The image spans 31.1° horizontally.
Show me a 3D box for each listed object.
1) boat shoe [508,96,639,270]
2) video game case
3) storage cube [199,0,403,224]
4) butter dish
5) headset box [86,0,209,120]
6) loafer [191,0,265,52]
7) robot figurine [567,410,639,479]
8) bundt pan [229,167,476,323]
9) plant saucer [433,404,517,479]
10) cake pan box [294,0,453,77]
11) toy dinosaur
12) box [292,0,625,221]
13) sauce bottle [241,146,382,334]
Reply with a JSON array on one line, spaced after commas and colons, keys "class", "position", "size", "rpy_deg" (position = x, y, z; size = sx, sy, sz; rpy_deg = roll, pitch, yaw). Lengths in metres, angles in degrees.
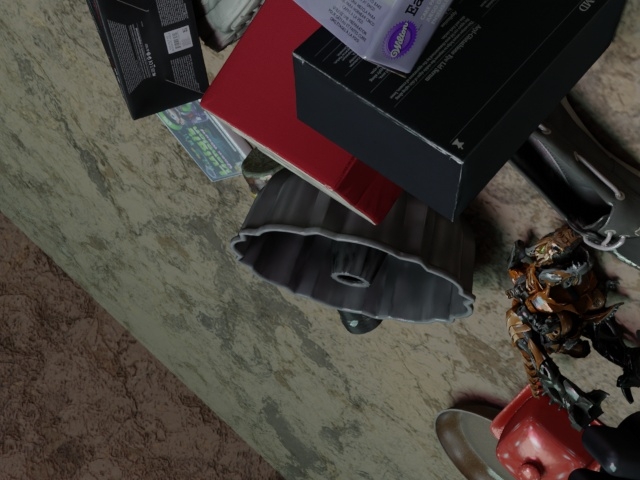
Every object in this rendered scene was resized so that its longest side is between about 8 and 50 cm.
[{"class": "boat shoe", "position": [0.261, -0.064, 1.216], "size": [0.335, 0.095, 0.112], "rpy_deg": [47, 156, -8]}, {"class": "video game case", "position": [-0.191, -0.178, 1.836], "size": [0.190, 0.022, 0.173], "rpy_deg": [51, 156, -17]}, {"class": "storage cube", "position": [0.019, -0.159, 1.252], "size": [0.215, 0.193, 0.183], "rpy_deg": [33, 180, 21]}, {"class": "butter dish", "position": [0.322, 0.310, 1.675], "size": [0.160, 0.118, 0.160], "rpy_deg": [40, 133, 8]}, {"class": "headset box", "position": [-0.243, -0.333, 1.431], "size": [0.218, 0.110, 0.293], "rpy_deg": [83, 165, -54]}, {"class": "loafer", "position": [-0.106, -0.306, 1.357], "size": [0.111, 0.112, 0.319], "rpy_deg": [55, 162, -7]}, {"class": "robot figurine", "position": [0.439, 0.297, 1.353], "size": [0.278, 0.174, 0.209], "rpy_deg": [14, 139, -11]}, {"class": "bundt pan", "position": [0.055, -0.002, 1.510], "size": [0.330, 0.124, 0.331], "rpy_deg": [15, 162, 5]}, {"class": "plant saucer", "position": [0.325, 0.373, 1.901], "size": [0.310, 0.050, 0.310], "rpy_deg": [35, 156, 18]}, {"class": "cake pan box", "position": [0.040, -0.308, 0.945], "size": [0.070, 0.246, 0.267], "rpy_deg": [11, -150, -48]}, {"class": "toy dinosaur", "position": [0.307, 0.109, 1.429], "size": [0.218, 0.164, 0.322], "rpy_deg": [49, 179, 26]}, {"class": "box", "position": [0.127, -0.173, 1.039], "size": [0.184, 0.261, 0.103], "rpy_deg": [34, 156, 22]}, {"class": "sauce bottle", "position": [0.000, 0.000, 1.720], "size": [0.111, 0.111, 0.344], "rpy_deg": [17, 145, 45]}]
